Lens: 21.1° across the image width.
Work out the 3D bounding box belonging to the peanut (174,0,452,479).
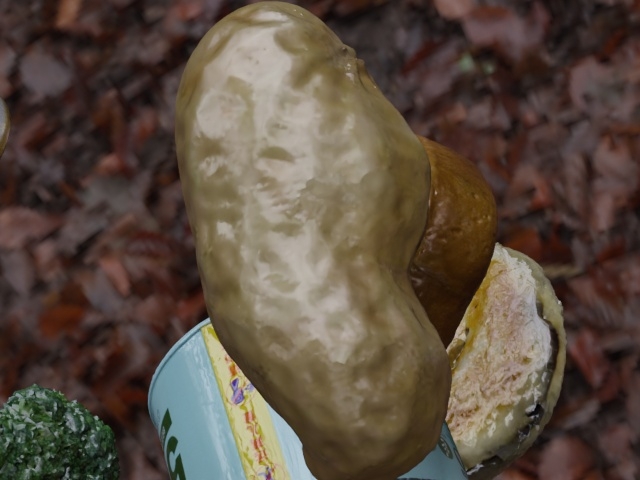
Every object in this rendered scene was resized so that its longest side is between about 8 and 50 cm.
[{"bbox_3d":[0.000,0.000,1.325,0.192,0.169,0.387,-14,78,5],"label":"peanut"}]

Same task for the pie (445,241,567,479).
[{"bbox_3d":[0.148,0.150,2.073,0.339,0.077,0.339,-15,63,32],"label":"pie"}]

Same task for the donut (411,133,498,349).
[{"bbox_3d":[0.070,0.015,1.543,0.113,0.226,0.227,19,53,-14],"label":"donut"}]

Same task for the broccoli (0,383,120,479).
[{"bbox_3d":[-0.238,0.181,1.012,0.270,0.270,0.270,-41,59,-10],"label":"broccoli"}]

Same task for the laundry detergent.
[{"bbox_3d":[0.002,0.247,1.672,0.287,0.287,0.305,-24,52,5],"label":"laundry detergent"}]

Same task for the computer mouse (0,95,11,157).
[{"bbox_3d":[-0.237,0.012,0.744,0.245,0.056,0.126,-34,24,-10],"label":"computer mouse"}]
